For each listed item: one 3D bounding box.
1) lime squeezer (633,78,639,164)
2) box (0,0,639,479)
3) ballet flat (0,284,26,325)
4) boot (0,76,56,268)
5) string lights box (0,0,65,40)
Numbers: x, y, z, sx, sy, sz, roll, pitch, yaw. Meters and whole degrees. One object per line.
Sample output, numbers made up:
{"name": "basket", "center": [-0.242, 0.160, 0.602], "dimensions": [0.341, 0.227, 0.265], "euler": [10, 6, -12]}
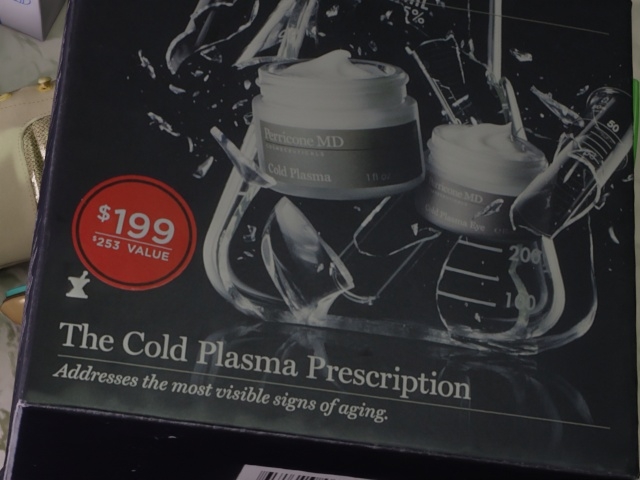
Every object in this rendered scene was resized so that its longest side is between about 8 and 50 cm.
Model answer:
{"name": "lime squeezer", "center": [0.161, 0.018, 1.223], "dimensions": [0.310, 0.059, 0.110], "euler": [-45, 49, -17]}
{"name": "box", "center": [0.000, 0.000, 1.059], "dimensions": [0.343, 0.179, 0.313], "euler": [8, 65, -10]}
{"name": "ballet flat", "center": [-0.093, 0.046, 1.168], "dimensions": [0.232, 0.080, 0.073], "euler": [-11, 85, -8]}
{"name": "boot", "center": [-0.272, -0.084, 1.188], "dimensions": [0.203, 0.095, 0.262], "euler": [-20, 74, -12]}
{"name": "string lights box", "center": [-0.290, -0.260, 1.264], "dimensions": [0.259, 0.077, 0.133], "euler": [23, 68, 3]}
